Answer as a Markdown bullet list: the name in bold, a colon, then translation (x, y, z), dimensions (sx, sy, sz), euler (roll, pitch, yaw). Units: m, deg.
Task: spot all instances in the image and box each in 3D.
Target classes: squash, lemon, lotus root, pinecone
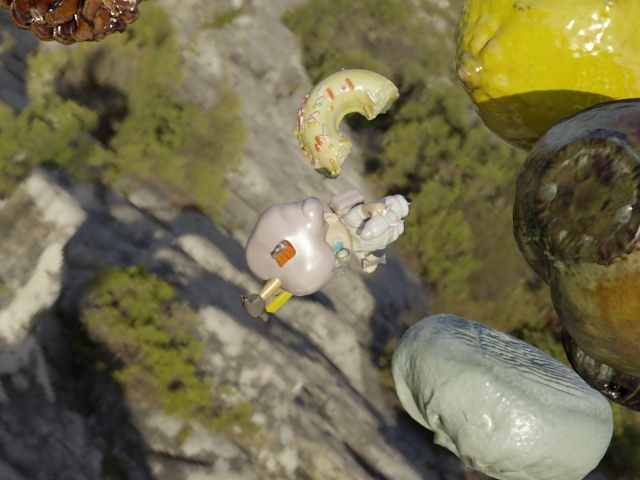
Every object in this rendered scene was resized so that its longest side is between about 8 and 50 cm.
- **squash**: translation (0.396, 0.130, 1.500), dimensions (0.193, 0.155, 0.193), euler (8, 18, -2)
- **lemon**: translation (0.286, -0.221, 1.315), dimensions (0.322, 0.268, 0.268), euler (-3, 38, -26)
- **lotus root**: translation (0.305, 0.001, 1.050), dimensions (0.346, 0.250, 0.250), euler (23, 24, -51)
- **pinecone**: translation (-0.319, -0.361, 1.600), dimensions (0.221, 0.221, 0.221), euler (38, 15, -13)

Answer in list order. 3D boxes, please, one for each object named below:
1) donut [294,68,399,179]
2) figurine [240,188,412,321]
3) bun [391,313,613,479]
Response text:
- **donut**: translation (0.024, -0.177, 1.663), dimensions (0.108, 0.166, 0.065), euler (35, -11, 7)
- **figurine**: translation (0.000, 0.000, 1.364), dimensions (0.229, 0.137, 0.112), euler (-21, 60, -23)
- **bun**: translation (0.267, 0.251, 1.859), dimensions (0.355, 0.194, 0.354), euler (25, 8, -4)
